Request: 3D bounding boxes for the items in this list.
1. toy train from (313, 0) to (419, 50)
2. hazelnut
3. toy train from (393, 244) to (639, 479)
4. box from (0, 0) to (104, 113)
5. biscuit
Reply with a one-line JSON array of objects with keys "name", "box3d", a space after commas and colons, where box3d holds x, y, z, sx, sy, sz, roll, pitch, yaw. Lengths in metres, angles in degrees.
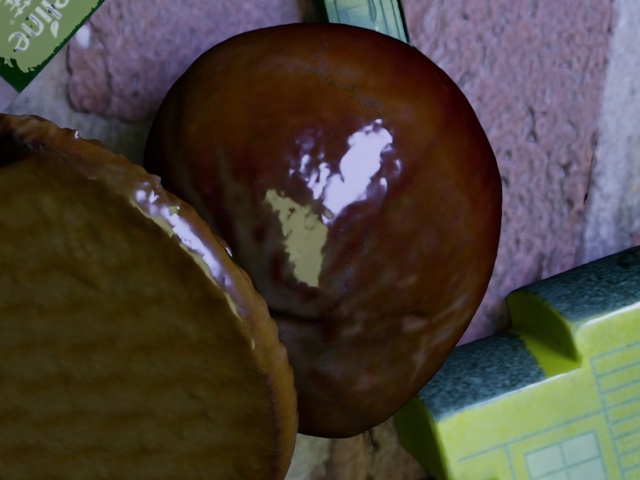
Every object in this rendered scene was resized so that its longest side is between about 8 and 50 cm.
[{"name": "toy train", "box3d": [0.028, -0.133, 1.192, 0.056, 0.038, 0.093, -17, 107, -8]}, {"name": "hazelnut", "box3d": [0.000, 0.000, 1.126, 0.217, 0.217, 0.251, -14, 123, -11]}, {"name": "toy train", "box3d": [0.245, 0.132, 1.248, 0.442, 0.179, 0.272, -18, 101, -9]}, {"name": "box", "box3d": [-0.218, -0.143, 1.104, 0.135, 0.081, 0.199, 42, 92, -20]}, {"name": "biscuit", "box3d": [-0.157, 0.062, 1.090, 0.318, 0.040, 0.318, 15, 130, 19]}]
